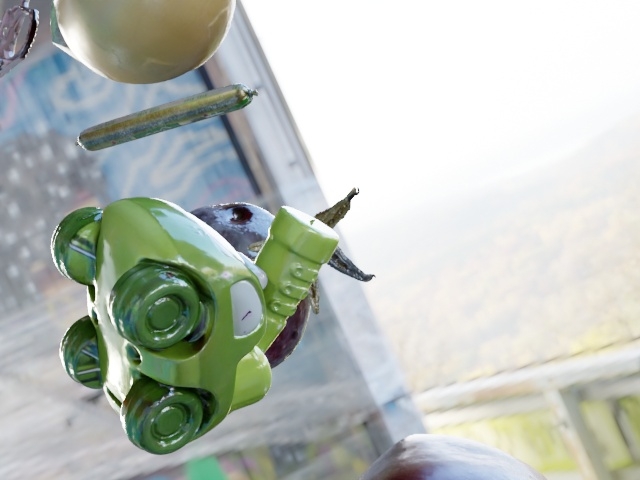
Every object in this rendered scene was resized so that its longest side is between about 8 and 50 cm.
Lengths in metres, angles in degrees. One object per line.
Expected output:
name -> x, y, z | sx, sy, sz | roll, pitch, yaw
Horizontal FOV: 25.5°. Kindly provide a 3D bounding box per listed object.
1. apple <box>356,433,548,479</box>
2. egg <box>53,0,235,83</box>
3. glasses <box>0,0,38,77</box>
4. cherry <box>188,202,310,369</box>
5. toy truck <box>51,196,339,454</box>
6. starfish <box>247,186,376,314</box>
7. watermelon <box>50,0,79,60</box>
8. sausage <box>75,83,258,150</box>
apple -> 0.131, 0.343, 1.404 | 0.288, 0.288, 0.317 | -24, 21, 10
egg -> -0.192, -0.277, 1.550 | 0.201, 0.201, 0.244 | -25, -12, -14
glasses -> -0.403, -0.291, 1.707 | 0.095, 0.255, 0.162 | 20, -14, -30
cherry -> -0.105, 0.050, 1.555 | 0.195, 0.195, 0.195 | -24, 1, 1
toy truck -> -0.095, 0.062, 1.085 | 0.210, 0.187, 0.148 | 1, 23, -39
starfish -> 0.000, 0.000, 1.427 | 0.130, 0.133, 0.041 | -57, 23, -2
watermelon -> -0.380, -0.339, 2.249 | 0.081, 0.180, 0.094 | -32, 12, -39
sausage -> -0.188, -0.146, 1.685 | 0.269, 0.033, 0.033 | -13, 7, 29
